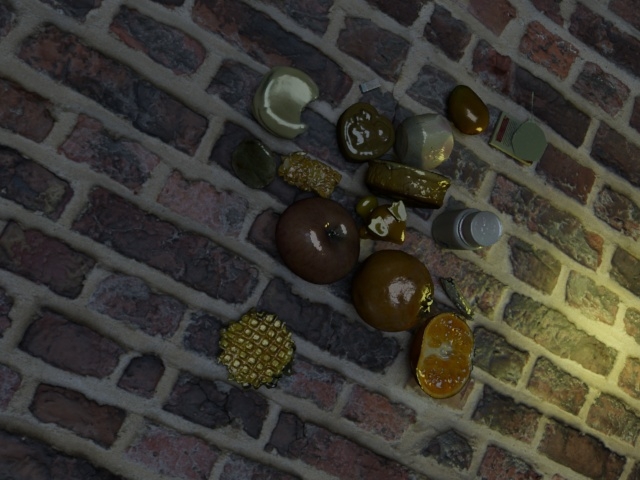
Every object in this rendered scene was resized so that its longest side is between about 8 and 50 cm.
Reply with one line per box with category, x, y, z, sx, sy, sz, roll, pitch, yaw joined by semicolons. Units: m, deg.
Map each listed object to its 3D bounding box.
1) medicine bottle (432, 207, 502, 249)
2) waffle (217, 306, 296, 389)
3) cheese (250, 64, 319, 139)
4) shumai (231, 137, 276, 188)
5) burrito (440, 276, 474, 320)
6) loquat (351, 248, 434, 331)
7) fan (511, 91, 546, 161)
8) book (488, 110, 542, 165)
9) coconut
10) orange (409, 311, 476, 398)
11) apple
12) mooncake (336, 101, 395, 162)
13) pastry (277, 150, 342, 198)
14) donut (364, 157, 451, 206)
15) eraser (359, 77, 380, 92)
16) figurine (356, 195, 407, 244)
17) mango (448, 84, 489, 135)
medicine bottle;0.582;-0.045;1.892;0.170;0.293;0.169;0;89;-13
waffle;-0.242;0.422;1.808;0.330;0.062;0.328;0;90;-16
cheese;-0.129;-0.526;1.801;0.233;0.127;0.265;31;84;-12
shumai;-0.237;-0.300;1.782;0.201;0.201;0.120;53;37;-9
burrito;0.586;0.242;2.017;0.063;0.058;0.229;-38;96;-6
loquat;0.274;0.191;1.801;0.329;0.328;0.327;0;90;-14
fan;0.932;-0.505;2.100;0.183;0.010;0.309;5;90;-16
book;0.869;-0.451;2.100;0.232;0.022;0.162;25;82;-12
coconut;0.422;-0.394;1.892;0.231;0.227;0.226;-7;92;-14
orange;0.483;0.464;1.896;0.275;0.274;0.309;5;55;-14
apple;0.000;0.000;1.761;0.345;0.269;0.344;0;89;-14
mooncake;0.171;-0.418;1.883;0.235;0.117;0.234;0;90;-17
pastry;-0.047;-0.264;1.833;0.250;0.102;0.154;29;82;-12
donut;0.329;-0.211;1.836;0.331;0.330;0.159;15;98;-14
eraser;0.202;-0.633;1.936;0.083;0.019;0.038;-23;97;-12
figurine;0.238;-0.067;1.826;0.216;0.228;0.214;-9;113;-21
mango;0.616;-0.544;1.990;0.152;0.120;0.221;-36;92;-14
